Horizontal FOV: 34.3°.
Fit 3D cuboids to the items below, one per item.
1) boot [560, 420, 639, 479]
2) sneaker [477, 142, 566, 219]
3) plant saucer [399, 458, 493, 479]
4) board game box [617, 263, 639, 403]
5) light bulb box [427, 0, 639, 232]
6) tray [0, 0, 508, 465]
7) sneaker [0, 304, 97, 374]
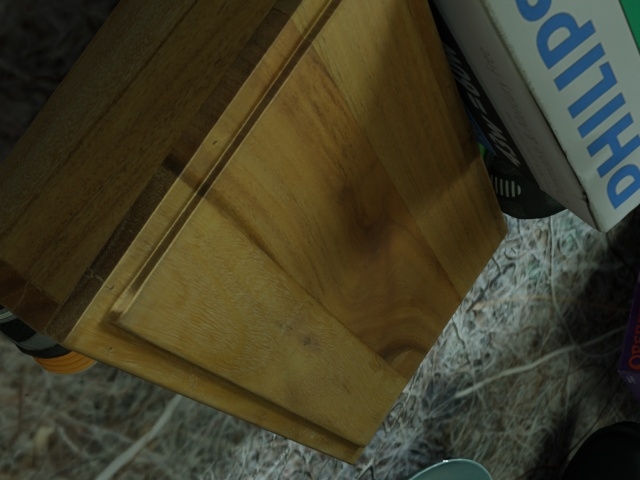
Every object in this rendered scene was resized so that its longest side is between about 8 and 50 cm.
[{"bbox_3d":[0.141,0.374,0.889,0.445,0.146,0.367,-10,119,-46],"label":"boot"},{"bbox_3d":[0.340,-0.114,0.737,0.483,0.202,0.185,-18,143,0],"label":"sneaker"},{"bbox_3d":[0.071,0.264,0.885,0.195,0.037,0.195,-20,122,-35],"label":"plant saucer"},{"bbox_3d":[0.385,0.112,1.037,0.347,0.056,0.208,47,50,-45],"label":"board game box"},{"bbox_3d":[0.147,-0.265,0.502,0.361,0.225,0.358,-42,135,-1],"label":"light bulb box"},{"bbox_3d":[0.000,0.000,0.559,0.203,0.076,0.411,-55,158,-5],"label":"tray"},{"bbox_3d":[-0.104,-0.031,0.545,0.083,0.084,0.215,37,85,-41],"label":"sneaker"}]
